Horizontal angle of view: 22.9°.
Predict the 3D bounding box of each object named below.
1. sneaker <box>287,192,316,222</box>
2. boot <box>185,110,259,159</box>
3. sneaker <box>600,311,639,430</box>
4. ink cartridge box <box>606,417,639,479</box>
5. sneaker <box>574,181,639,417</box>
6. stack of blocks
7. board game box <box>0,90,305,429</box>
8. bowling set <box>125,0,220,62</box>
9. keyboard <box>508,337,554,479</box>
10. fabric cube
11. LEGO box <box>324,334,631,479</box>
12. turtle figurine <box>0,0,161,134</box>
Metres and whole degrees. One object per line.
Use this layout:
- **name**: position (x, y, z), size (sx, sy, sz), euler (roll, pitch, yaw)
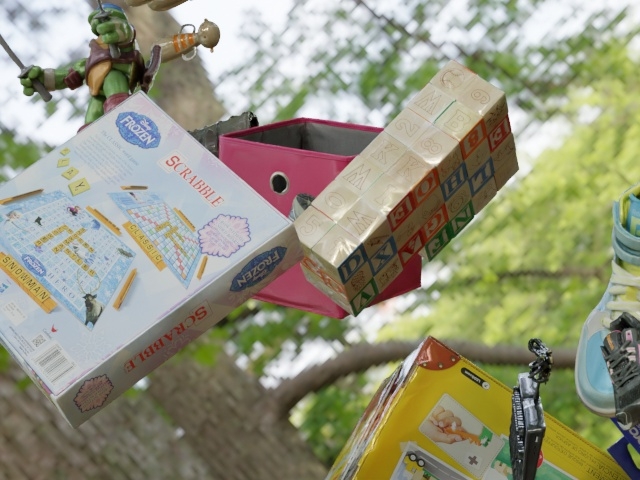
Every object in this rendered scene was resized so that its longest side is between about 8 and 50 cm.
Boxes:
- **sneaker**: position (0.000, 0.000, 2.194), size (0.052, 0.135, 0.058), euler (-10, -33, -43)
- **boot**: position (-0.214, -0.169, 2.736), size (0.229, 0.091, 0.263), euler (-20, 29, 2)
- **sneaker**: position (0.334, 0.139, 1.724), size (0.072, 0.077, 0.178), euler (-38, 11, 20)
- **ink cartridge box**: position (0.579, 0.237, 2.211), size (0.151, 0.270, 0.395), euler (-39, -1, -43)
- **sneaker**: position (0.399, 0.055, 2.020), size (0.319, 0.127, 0.208), euler (-64, -28, -19)
- **stack of blocks**: position (0.105, -0.051, 1.904), size (0.297, 0.087, 0.171), euler (-46, -29, -14)
- **board game box**: position (-0.236, 0.010, 1.773), size (0.318, 0.319, 0.066), euler (-36, -40, -15)
- **bowling set**: position (-0.255, -0.458, 2.665), size (0.154, 0.287, 0.200), euler (-16, -22, 18)
- **keyboard**: position (0.265, 0.220, 2.034), size (0.317, 0.033, 0.201), euler (-59, -20, -81)
- **fabric cube**: position (0.001, -0.044, 2.536), size (0.259, 0.254, 0.258), euler (-18, -64, -55)
- **LEGO box**: position (0.255, 0.445, 2.379), size (0.372, 0.500, 0.193), euler (-56, 1, -33)
- **turtle figurine**: position (-0.325, -0.217, 2.084), size (0.198, 0.266, 0.274), euler (-19, -26, 13)
